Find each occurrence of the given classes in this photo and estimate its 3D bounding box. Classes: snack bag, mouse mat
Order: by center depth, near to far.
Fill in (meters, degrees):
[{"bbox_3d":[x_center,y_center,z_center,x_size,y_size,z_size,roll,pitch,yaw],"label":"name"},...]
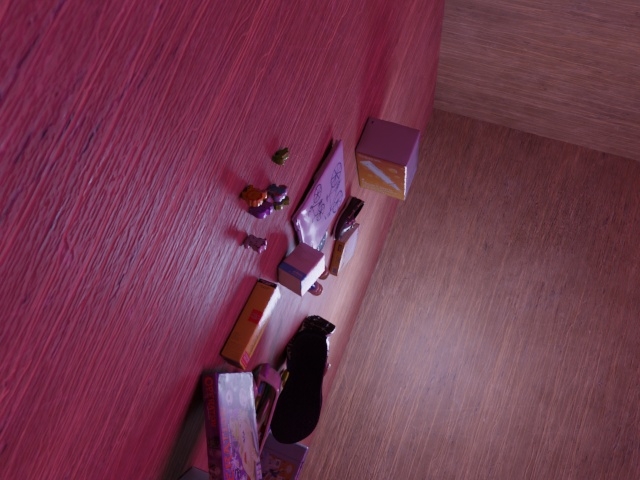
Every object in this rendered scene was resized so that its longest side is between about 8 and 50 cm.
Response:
[{"bbox_3d":[-0.002,-0.114,1.716,0.342,0.037,0.323,-62,163,-25],"label":"snack bag"},{"bbox_3d":[-0.202,0.597,1.939,0.152,0.007,0.189,49,62,-75],"label":"mouse mat"}]

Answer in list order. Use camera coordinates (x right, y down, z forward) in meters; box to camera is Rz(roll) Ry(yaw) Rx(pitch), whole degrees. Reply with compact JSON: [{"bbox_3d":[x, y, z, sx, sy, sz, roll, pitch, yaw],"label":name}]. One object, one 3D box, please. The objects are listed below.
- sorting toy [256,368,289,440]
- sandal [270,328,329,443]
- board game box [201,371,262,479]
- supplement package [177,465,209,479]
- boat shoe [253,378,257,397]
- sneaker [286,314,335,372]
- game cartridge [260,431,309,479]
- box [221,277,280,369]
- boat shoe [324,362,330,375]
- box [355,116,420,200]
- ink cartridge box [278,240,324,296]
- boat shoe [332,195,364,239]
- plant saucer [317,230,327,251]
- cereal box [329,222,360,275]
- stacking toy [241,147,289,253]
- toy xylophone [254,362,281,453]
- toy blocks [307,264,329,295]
[{"bbox_3d":[-0.174,0.629,1.991,0.229,0.041,0.307,90,23,-54],"label":"sorting toy"},{"bbox_3d":[-0.059,0.517,1.836,0.107,0.168,0.445,-65,172,-77],"label":"sandal"},{"bbox_3d":[-0.214,0.504,1.284,0.208,0.056,0.346,29,51,-66],"label":"board game box"},{"bbox_3d":[-0.324,0.715,1.245,0.293,0.175,0.177,-5,111,-76],"label":"supplement package"},{"bbox_3d":[-0.237,0.466,1.521,0.079,0.084,0.233,-18,146,-25],"label":"boat shoe"},{"bbox_3d":[-0.051,0.423,2.104,0.330,0.130,0.147,-37,151,-54],"label":"sneaker"},{"bbox_3d":[-0.189,0.904,1.989,0.062,0.198,0.297,83,28,-63],"label":"game cartridge"},{"bbox_3d":[-0.183,0.223,1.392,0.087,0.058,0.232,86,26,-60],"label":"box"},{"bbox_3d":[-0.077,0.519,1.944,0.277,0.096,0.098,-49,-176,28],"label":"boat shoe"},{"bbox_3d":[0.282,-0.332,2.158,0.345,0.215,0.168,67,44,-70],"label":"box"},{"bbox_3d":[-0.053,0.081,1.597,0.143,0.090,0.092,-48,156,-31],"label":"ink cartridge box"},{"bbox_3d":[0.116,-0.091,2.138,0.081,0.069,0.227,88,24,-56],"label":"boat shoe"},{"bbox_3d":[0.000,0.000,1.903,0.119,0.021,0.119,19,90,-76],"label":"plant saucer"},{"bbox_3d":[0.111,0.035,2.336,0.240,0.047,0.173,-48,154,-60],"label":"cereal box"},{"bbox_3d":[-0.118,-0.096,1.237,0.221,0.052,0.167,-59,162,-44],"label":"stacking toy"},{"bbox_3d":[-0.201,0.568,1.723,0.236,0.081,0.322,146,-39,-87],"label":"toy xylophone"},{"bbox_3d":[-0.015,0.144,1.970,0.148,0.054,0.123,54,56,-73],"label":"toy blocks"}]
